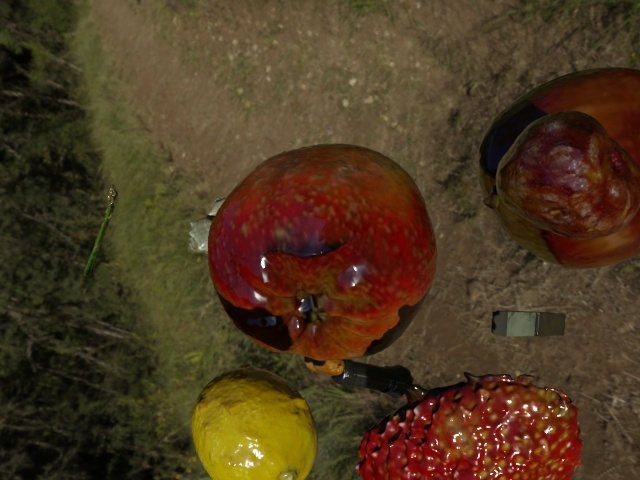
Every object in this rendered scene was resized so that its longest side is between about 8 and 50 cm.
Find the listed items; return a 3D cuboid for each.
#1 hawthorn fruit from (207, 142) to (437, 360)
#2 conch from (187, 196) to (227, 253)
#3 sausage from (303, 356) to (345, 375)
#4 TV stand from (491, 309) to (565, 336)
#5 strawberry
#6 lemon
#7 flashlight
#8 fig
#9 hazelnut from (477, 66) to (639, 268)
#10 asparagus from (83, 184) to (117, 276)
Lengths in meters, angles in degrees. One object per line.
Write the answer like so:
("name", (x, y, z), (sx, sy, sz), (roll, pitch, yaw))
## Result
("hawthorn fruit", (0.000, 0.000, 1.173), (0.403, 0.403, 0.402), (-30, 48, 39))
("conch", (-0.226, -0.033, 1.539), (0.234, 0.114, 0.137), (-36, 43, 8))
("sausage", (0.012, 0.316, 1.685), (0.062, 0.054, 0.183), (64, 154, -4))
("TV stand", (0.416, 0.165, 1.298), (0.040, 0.257, 0.048), (3, 87, 42))
("strawberry", (0.167, 0.278, 0.786), (0.137, 0.234, 0.306), (-55, -9, -45))
("lemon", (-0.126, 0.360, 1.239), (0.233, 0.234, 0.288), (-58, 41, 10))
("flashlight", (0.135, 0.365, 1.742), (0.093, 0.232, 0.092), (-34, 49, 49))
("fig", (0.299, -0.079, 0.881), (0.145, 0.170, 0.274), (-57, 13, -12))
("hazelnut", (0.514, -0.132, 1.245), (0.421, 0.421, 0.352), (-31, 29, 39))
("asparagus", (-0.446, -0.016, 1.333), (0.022, 0.023, 0.232), (53, 127, 40))
